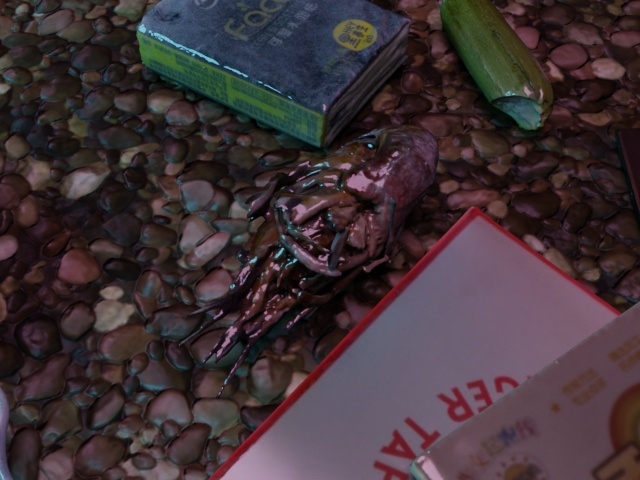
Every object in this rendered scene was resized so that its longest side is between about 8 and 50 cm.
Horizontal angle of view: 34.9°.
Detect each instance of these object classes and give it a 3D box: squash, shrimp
[{"bbox_3d":[0.198,-0.210,1.156,0.069,0.069,0.238,-15,50,-11],"label":"squash"},{"bbox_3d":[-0.001,0.004,0.955,0.145,0.116,0.343,14,51,43],"label":"shrimp"}]

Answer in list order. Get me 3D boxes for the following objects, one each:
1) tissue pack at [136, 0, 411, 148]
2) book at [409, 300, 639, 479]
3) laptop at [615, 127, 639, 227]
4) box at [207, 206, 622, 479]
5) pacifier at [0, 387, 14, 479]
[{"bbox_3d":[-0.053,-0.223,1.163,0.257,0.081,0.185,27,56,20],"label":"tissue pack"},{"bbox_3d":[0.211,0.170,0.487,0.208,0.020,0.295,-30,67,-24],"label":"book"},{"bbox_3d":[0.424,-0.065,1.061,0.207,0.026,0.153,-2,53,1],"label":"laptop"},{"bbox_3d":[0.095,0.234,0.619,0.312,0.300,0.314,38,60,16],"label":"box"},{"bbox_3d":[-0.331,0.201,0.735,0.227,0.207,0.279,-34,46,-2],"label":"pacifier"}]
